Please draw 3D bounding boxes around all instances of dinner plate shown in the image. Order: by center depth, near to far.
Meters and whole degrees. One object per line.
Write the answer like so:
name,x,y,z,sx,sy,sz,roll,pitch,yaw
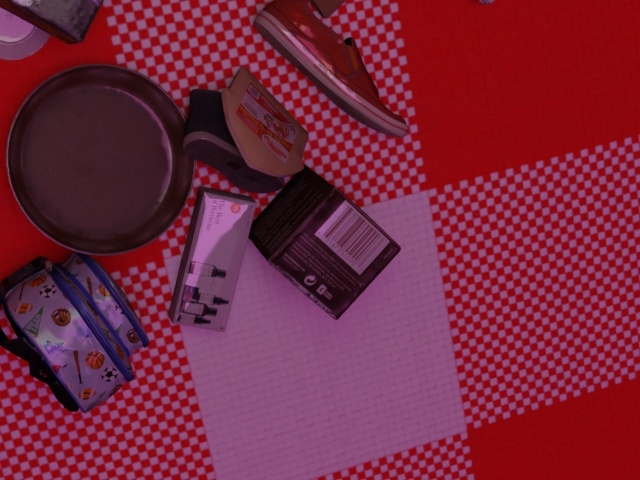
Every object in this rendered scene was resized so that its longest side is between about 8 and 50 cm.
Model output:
dinner plate,-0.496,-0.357,1.795,0.141,0.017,0.141,-5,105,-17

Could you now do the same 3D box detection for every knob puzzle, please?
knob puzzle,-0.102,-0.178,1.882,0.030,0.213,0.213,-31,115,31

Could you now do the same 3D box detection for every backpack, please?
backpack,-0.398,0.151,1.822,0.213,0.263,0.276,-39,110,-4

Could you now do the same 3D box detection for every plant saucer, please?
plant saucer,-0.359,-0.131,1.843,0.310,0.050,0.311,0,91,-26

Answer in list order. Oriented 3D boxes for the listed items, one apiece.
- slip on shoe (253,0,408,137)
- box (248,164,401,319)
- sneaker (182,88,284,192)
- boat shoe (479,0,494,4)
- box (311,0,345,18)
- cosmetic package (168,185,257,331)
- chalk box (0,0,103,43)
slip on shoe,0.036,-0.294,1.917,0.331,0.123,0.101,42,86,-17
box,0.000,0.000,1.931,0.168,0.203,0.167,42,90,-21
sneaker,-0.138,-0.170,1.915,0.083,0.118,0.222,-20,145,32
boat shoe,0.226,-0.467,1.955,0.063,0.066,0.184,-44,114,13
box,0.042,-0.491,1.876,0.201,0.021,0.164,-44,139,-2
cosmetic package,-0.188,0.033,1.961,0.098,0.060,0.239,10,101,-19
chalk box,-0.381,-0.465,1.709,0.180,0.179,0.289,29,88,-20
